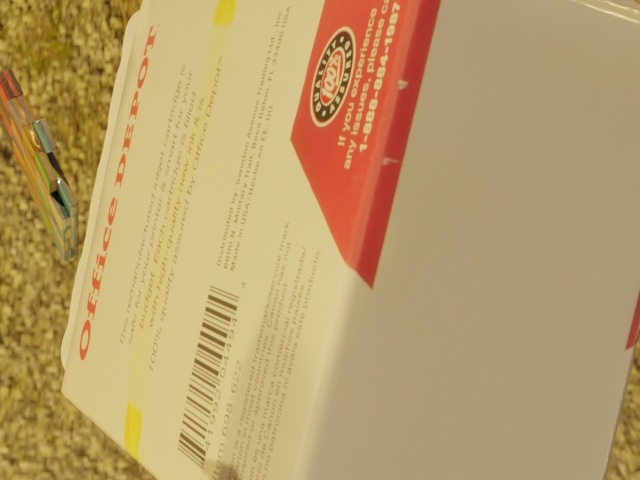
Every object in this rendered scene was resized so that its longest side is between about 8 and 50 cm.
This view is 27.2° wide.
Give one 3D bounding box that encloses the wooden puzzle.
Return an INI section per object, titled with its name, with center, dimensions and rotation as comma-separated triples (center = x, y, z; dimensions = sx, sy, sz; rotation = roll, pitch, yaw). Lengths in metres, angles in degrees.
[wooden puzzle]
center = -0.090, -0.023, 0.421
dimensions = 0.006, 0.049, 0.083
rotation = -24, 166, -17

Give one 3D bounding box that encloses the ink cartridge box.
[ink cartridge box]
center = 0.000, 0.000, 0.728
dimensions = 0.160, 0.384, 0.279
rotation = 12, 92, -26
